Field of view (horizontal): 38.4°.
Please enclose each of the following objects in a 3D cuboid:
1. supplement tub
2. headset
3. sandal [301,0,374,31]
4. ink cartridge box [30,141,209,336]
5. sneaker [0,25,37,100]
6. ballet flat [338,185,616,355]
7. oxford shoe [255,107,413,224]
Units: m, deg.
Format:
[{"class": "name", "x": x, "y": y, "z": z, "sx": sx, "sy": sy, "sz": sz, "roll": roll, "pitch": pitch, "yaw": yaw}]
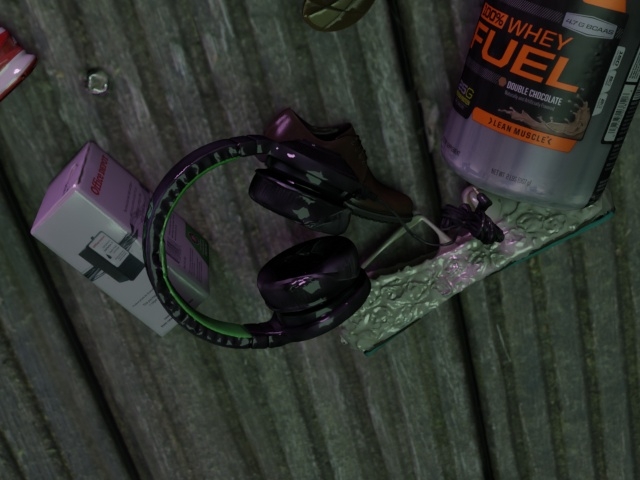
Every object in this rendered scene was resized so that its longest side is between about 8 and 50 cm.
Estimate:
[{"class": "supplement tub", "x": 0.280, "y": -0.223, "z": 1.063, "sx": 0.207, "sy": 0.207, "sz": 0.338, "roll": 9, "pitch": 114, "yaw": -12}, {"class": "headset", "x": 0.000, "y": 0.000, "z": 1.052, "sx": 0.394, "sy": 0.185, "sz": 0.243, "roll": -8, "pitch": 105, "yaw": -18}, {"class": "sandal", "x": 0.042, "y": -0.321, "z": 1.074, "sx": 0.072, "sy": 0.049, "sz": 0.180, "roll": 31, "pitch": 94, "yaw": -26}, {"class": "ink cartridge box", "x": -0.239, "y": -0.004, "z": 1.129, "sx": 0.087, "sy": 0.153, "sz": 0.208, "roll": -41, "pitch": 114, "yaw": 13}, {"class": "sneaker", "x": -0.448, "y": -0.178, "z": 1.063, "sx": 0.221, "sy": 0.087, "sz": 0.128, "roll": -42, "pitch": 106, "yaw": 0}, {"class": "ballet flat", "x": 0.184, "y": 0.008, "z": 1.212, "sx": 0.409, "sy": 0.147, "sz": 0.147, "roll": -30, "pitch": 116, "yaw": 7}, {"class": "oxford shoe", "x": 0.035, "y": -0.093, "z": 1.164, "sx": 0.227, "sy": 0.083, "sz": 0.096, "roll": 28, "pitch": 105, "yaw": -21}]
